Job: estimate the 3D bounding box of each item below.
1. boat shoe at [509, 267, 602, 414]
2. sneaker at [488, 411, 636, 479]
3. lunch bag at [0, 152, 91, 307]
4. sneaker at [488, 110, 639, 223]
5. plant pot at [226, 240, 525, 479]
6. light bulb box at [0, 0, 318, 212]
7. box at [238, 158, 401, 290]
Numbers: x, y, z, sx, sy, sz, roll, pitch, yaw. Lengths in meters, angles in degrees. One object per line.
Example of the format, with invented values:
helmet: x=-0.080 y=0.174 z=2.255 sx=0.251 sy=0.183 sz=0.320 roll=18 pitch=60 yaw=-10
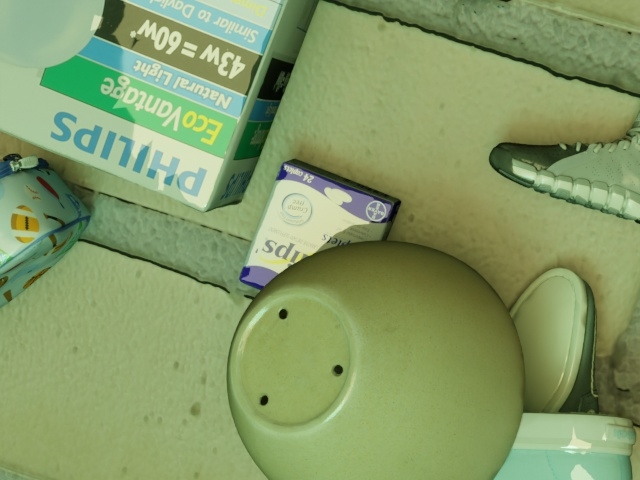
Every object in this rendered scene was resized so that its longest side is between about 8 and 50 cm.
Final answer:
boat shoe: x=0.236 y=0.189 z=1.577 sx=0.099 sy=0.116 sz=0.320 roll=12 pitch=90 yaw=-37
sneaker: x=0.133 y=0.249 z=1.491 sx=0.365 sy=0.135 sz=0.150 roll=-10 pitch=71 yaw=40
lunch bag: x=-0.380 y=0.029 z=1.551 sx=0.303 sy=0.243 sz=0.115 roll=-39 pitch=90 yaw=10
sneaker: x=0.292 y=-0.095 z=1.542 sx=0.228 sy=0.086 sz=0.132 roll=18 pitch=92 yaw=-5
plant pot: x=0.023 y=0.123 z=1.405 sx=0.284 sy=0.191 sz=0.284 roll=-8 pitch=73 yaw=28
light bulb box: x=-0.191 y=-0.258 z=1.511 sx=0.357 sy=0.225 sz=0.361 roll=21 pitch=96 yaw=5
box: x=0.000 y=0.000 z=1.586 sx=0.126 sy=0.072 sz=0.137 roll=21 pitch=98 yaw=6
